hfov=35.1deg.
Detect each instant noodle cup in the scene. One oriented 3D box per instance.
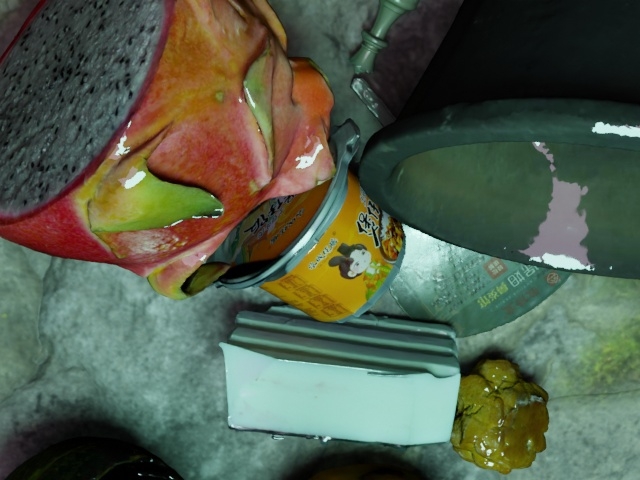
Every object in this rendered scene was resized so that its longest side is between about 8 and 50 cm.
[{"bbox_3d":[0.000,0.000,0.960,0.125,0.177,0.208,38,124,-26],"label":"instant noodle cup"}]

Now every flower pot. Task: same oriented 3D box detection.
[{"bbox_3d":[0.226,-0.129,0.840,0.379,0.379,0.251,11,77,-5],"label":"flower pot"}]

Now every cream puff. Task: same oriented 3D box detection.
[{"bbox_3d":[0.182,0.183,1.054,0.116,0.094,0.122,-31,122,-35],"label":"cream puff"}]

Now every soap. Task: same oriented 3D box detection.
[{"bbox_3d":[0.019,0.134,1.006,0.230,0.145,0.091,7,109,2],"label":"soap"}]

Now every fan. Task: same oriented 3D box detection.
[{"bbox_3d":[0.164,-0.041,1.021,0.223,0.012,0.294,-10,110,2],"label":"fan"}]

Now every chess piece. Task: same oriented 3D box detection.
[{"bbox_3d":[0.056,-0.198,0.955,0.042,0.042,0.093,25,113,-9],"label":"chess piece"}]

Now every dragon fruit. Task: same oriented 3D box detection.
[{"bbox_3d":[-0.131,-0.095,0.864,0.305,0.305,0.226,-48,134,13],"label":"dragon fruit"}]

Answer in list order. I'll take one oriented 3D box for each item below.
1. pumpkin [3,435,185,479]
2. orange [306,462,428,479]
[{"bbox_3d":[-0.212,0.348,1.010,0.320,0.192,0.320,19,121,35],"label":"pumpkin"},{"bbox_3d":[0.045,0.350,1.028,0.246,0.246,0.246,0,109,-1],"label":"orange"}]
